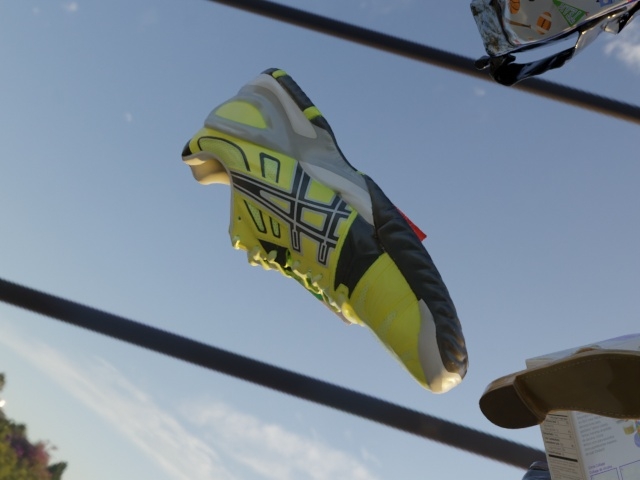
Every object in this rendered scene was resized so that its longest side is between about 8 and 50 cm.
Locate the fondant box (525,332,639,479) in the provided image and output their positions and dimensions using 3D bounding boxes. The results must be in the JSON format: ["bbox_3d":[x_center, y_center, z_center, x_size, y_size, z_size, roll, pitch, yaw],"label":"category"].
[{"bbox_3d":[0.499,0.336,1.068,0.096,0.238,0.331,154,-73,-69],"label":"fondant box"}]

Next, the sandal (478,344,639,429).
[{"bbox_3d":[0.286,0.145,0.705,0.240,0.079,0.088,-27,-78,43],"label":"sandal"}]

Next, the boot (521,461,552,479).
[{"bbox_3d":[0.552,0.570,1.476,0.219,0.106,0.082,-22,-89,53],"label":"boot"}]

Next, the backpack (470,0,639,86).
[{"bbox_3d":[0.363,-0.372,0.916,0.213,0.276,0.263,61,-1,-18],"label":"backpack"}]

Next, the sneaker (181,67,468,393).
[{"bbox_3d":[0.000,0.000,0.640,0.385,0.147,0.145,53,-4,29],"label":"sneaker"}]

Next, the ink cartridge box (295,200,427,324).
[{"bbox_3d":[0.066,0.023,1.194,0.181,0.224,0.056,42,12,-17],"label":"ink cartridge box"}]
